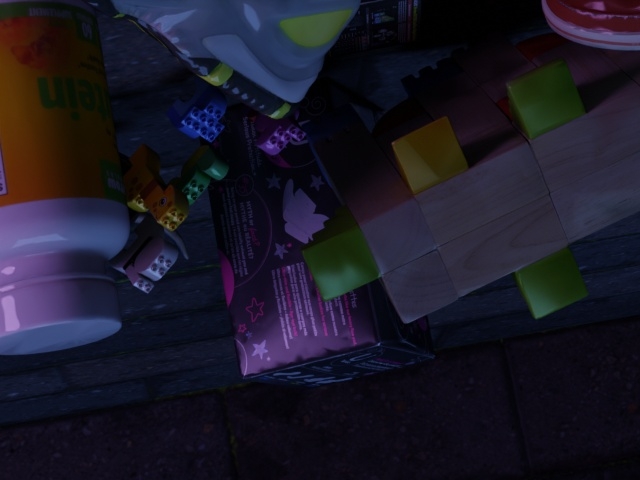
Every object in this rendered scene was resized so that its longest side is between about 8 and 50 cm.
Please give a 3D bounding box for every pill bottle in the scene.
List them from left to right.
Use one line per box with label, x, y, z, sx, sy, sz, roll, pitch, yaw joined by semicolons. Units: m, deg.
pill bottle;-0.211;-0.048;1.390;0.136;0.245;0.136;-10;168;-2

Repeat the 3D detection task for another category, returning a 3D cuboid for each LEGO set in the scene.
LEGO set;-0.110;-0.049;1.634;0.227;0.093;0.087;-49;131;10

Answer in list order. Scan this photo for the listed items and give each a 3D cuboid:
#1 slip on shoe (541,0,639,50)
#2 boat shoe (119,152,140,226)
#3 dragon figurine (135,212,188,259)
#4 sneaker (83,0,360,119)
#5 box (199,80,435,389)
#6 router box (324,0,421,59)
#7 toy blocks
slip on shoe;0.307;-0.225;1.409;0.331;0.123;0.101;-12;134;34
boat shoe;-0.295;-0.042;1.622;0.355;0.132;0.130;-2;164;-36
dragon figurine;-0.281;-0.014;1.855;0.289;0.085;0.144;1;165;-29
sneaker;-0.109;-0.207;1.105;0.147;0.145;0.385;-55;144;6
box;0.000;0.000;1.780;0.142;0.247;0.163;-14;168;20
router box;0.030;-0.180;1.488;0.092;0.038;0.122;-10;168;0
toy blocks;0.150;-0.083;1.591;0.381;0.190;0.261;-25;-156;-1
